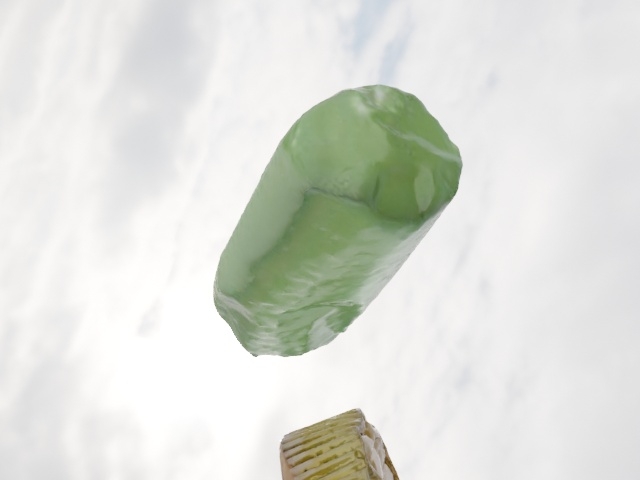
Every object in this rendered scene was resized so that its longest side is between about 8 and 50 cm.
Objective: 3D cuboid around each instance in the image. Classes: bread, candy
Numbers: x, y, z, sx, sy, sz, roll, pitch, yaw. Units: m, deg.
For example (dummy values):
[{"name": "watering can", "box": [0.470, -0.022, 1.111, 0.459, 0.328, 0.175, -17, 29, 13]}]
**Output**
[{"name": "bread", "box": [0.041, 0.331, 1.387, 0.133, 0.250, 0.179, -25, -173, 4]}, {"name": "candy", "box": [0.000, 0.000, 1.005, 0.142, 0.132, 0.343, -40, 171, -29]}]
